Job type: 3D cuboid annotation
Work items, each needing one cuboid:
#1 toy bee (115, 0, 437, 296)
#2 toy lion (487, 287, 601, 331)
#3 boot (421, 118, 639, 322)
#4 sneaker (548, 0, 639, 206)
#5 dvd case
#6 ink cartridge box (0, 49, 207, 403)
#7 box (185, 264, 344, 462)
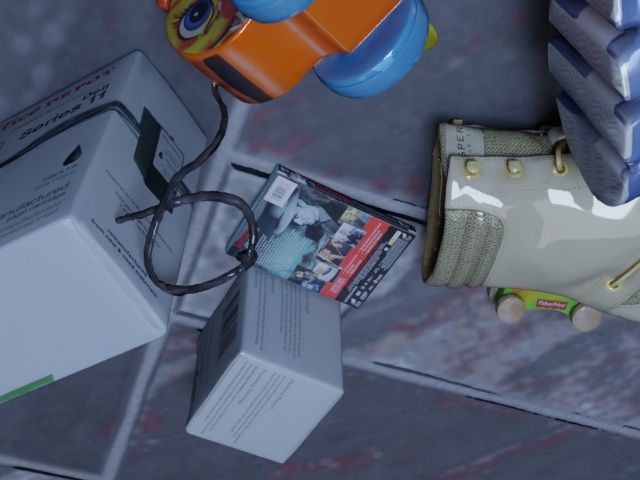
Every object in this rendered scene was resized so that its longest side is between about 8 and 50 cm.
[{"bbox_3d":[-0.030,-0.145,0.483,0.298,0.162,0.195,-37,134,-11],"label":"toy bee"},{"bbox_3d":[0.176,0.019,0.677,0.100,0.034,0.096,7,119,-7],"label":"toy lion"},{"bbox_3d":[0.180,-0.067,0.573,0.204,0.095,0.262,10,122,-1],"label":"boot"},{"bbox_3d":[0.205,-0.170,0.408,0.182,0.127,0.315,-17,133,-2],"label":"sneaker"},{"bbox_3d":[0.000,0.000,0.665,0.119,0.013,0.087,23,123,-19],"label":"dvd case"},{"bbox_3d":[-0.162,-0.012,0.531,0.153,0.208,0.087,-24,121,15],"label":"ink cartridge box"},{"bbox_3d":[-0.042,0.095,0.681,0.087,0.101,0.102,23,125,-18],"label":"box"}]
